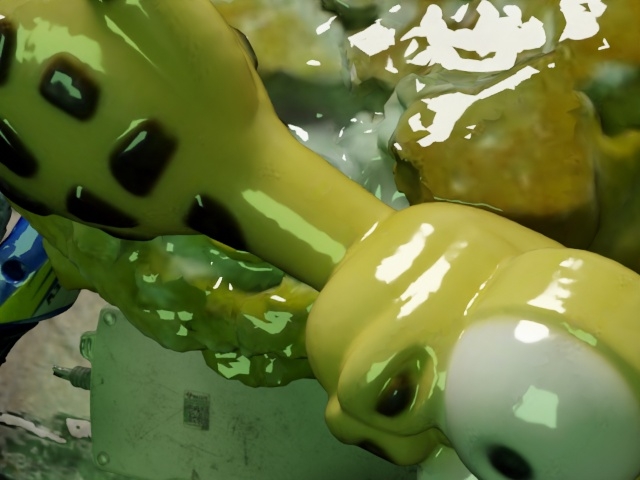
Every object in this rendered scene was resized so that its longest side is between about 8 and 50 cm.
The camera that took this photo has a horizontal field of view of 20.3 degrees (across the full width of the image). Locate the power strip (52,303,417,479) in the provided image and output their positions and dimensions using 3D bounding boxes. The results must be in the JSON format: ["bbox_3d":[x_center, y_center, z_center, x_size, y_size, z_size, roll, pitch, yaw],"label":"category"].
[{"bbox_3d":[-0.018,0.076,0.776,0.227,0.029,0.080,9,102,23],"label":"power strip"}]

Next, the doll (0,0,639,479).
[{"bbox_3d":[-0.001,0.000,0.501,0.291,0.086,0.117,35,148,9],"label":"doll"}]

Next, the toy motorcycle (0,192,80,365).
[{"bbox_3d":[-0.196,0.074,0.815,0.169,0.113,0.315,38,115,15],"label":"toy motorcycle"}]

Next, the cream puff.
[{"bbox_3d":[0.024,-0.050,0.653,0.282,0.185,0.281,-1,61,1],"label":"cream puff"}]
